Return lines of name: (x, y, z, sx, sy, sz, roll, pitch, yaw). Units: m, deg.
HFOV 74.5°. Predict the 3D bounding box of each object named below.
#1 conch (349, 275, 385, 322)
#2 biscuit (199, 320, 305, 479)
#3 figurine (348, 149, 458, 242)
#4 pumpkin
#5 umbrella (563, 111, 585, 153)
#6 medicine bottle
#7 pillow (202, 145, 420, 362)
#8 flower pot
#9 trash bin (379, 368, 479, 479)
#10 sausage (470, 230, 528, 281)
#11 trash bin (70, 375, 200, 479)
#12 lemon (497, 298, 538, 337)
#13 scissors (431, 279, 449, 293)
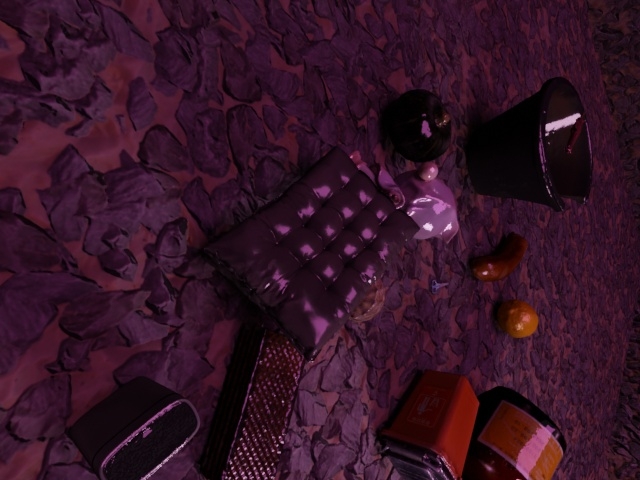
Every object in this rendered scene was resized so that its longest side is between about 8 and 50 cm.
conch: (0.091, 0.078, 0.822, 0.207, 0.130, 0.155, 13, 106, -59)
biscuit: (-0.101, 0.257, 0.681, 0.106, 0.070, 0.252, 29, 69, -40)
figurine: (0.158, -0.084, 0.858, 0.276, 0.200, 0.133, 17, 58, -13)
pumpkin: (0.229, -0.261, 0.962, 0.167, 0.125, 0.167, 1, 88, -24)
umbrella: (0.664, -0.282, 1.098, 0.165, 0.025, 0.027, -55, 140, -26)
medicine bottle: (0.409, 0.583, 1.050, 0.395, 0.242, 0.242, -41, 117, -19)
pillow: (0.000, 0.000, 0.687, 0.228, 0.101, 0.326, 46, 62, 0)
flower pot: (0.586, -0.254, 1.206, 0.380, 0.251, 0.379, 1, 88, -40)
trash bin: (0.266, 0.435, 0.960, 0.238, 0.161, 0.184, -48, 119, -37)
sausage: (0.551, 0.059, 1.286, 0.302, 0.076, 0.102, -24, 98, -42)
trash bin: (-0.231, 0.231, 0.519, 0.116, 0.130, 0.059, -34, 112, -38)
lemon: (0.617, 0.247, 1.317, 0.155, 0.114, 0.114, 41, 63, -36)
scissors: (0.317, 0.118, 1.113, 0.083, 0.006, 0.036, -4, 90, -43)
